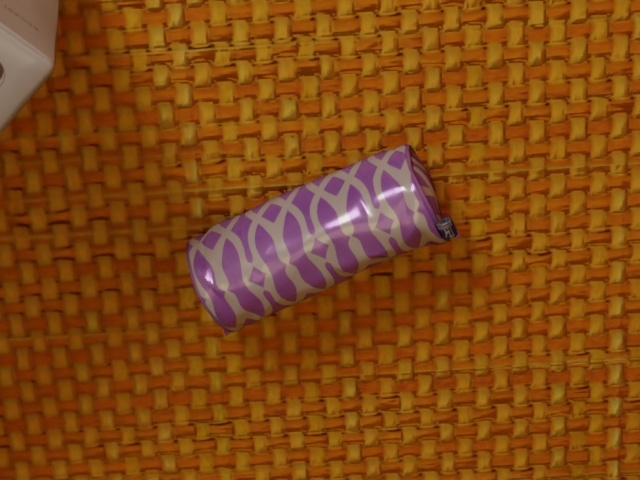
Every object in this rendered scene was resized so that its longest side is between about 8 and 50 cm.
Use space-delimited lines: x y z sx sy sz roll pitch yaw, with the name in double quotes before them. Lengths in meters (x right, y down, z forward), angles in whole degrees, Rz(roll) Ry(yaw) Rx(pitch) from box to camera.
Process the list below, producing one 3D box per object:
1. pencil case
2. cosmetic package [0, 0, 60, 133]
"pencil case" 0.000 0.000 1.201 0.206 0.086 0.088 -21 141 11
"cosmetic package" -0.374 -0.049 1.084 0.161 0.230 0.453 35 110 -24
